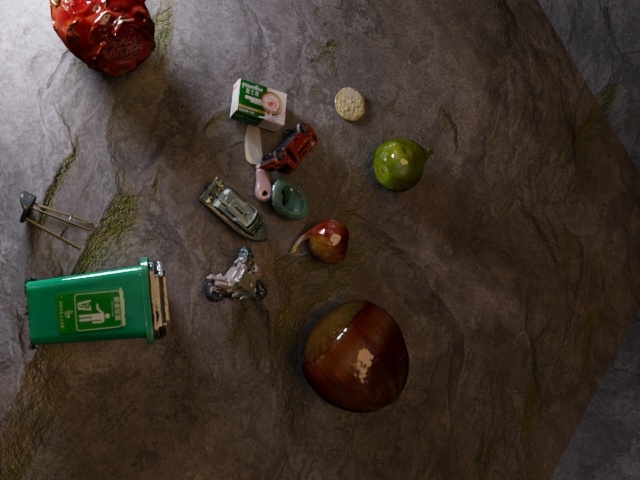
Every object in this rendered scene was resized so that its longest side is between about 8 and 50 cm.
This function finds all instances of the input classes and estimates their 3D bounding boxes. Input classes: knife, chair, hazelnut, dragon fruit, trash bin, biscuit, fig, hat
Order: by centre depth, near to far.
[{"bbox_3d":[-0.661,0.188,1.529,0.381,0.295,0.259,-3,89,-18],"label":"trash bin"},{"bbox_3d":[-0.824,-0.060,1.546,0.222,0.104,0.095,31,90,-25],"label":"chair"},{"bbox_3d":[-0.670,-0.676,1.558,0.296,0.296,0.301,-40,102,-24],"label":"dragon fruit"},{"bbox_3d":[0.141,0.433,1.865,0.421,0.352,0.420,15,38,-12],"label":"hazelnut"},{"bbox_3d":[-0.244,-0.309,1.906,0.081,0.043,0.335,-9,85,-24],"label":"knife"},{"bbox_3d":[-0.131,-0.152,1.922,0.191,0.078,0.138,37,57,-34],"label":"hat"},{"bbox_3d":[0.005,-0.006,1.951,0.207,0.175,0.175,16,79,-6],"label":"fig"},{"bbox_3d":[0.126,-0.574,2.120,0.152,0.020,0.152,2,86,-27],"label":"biscuit"},{"bbox_3d":[0.367,-0.310,2.120,0.314,0.233,0.233,7,84,-32],"label":"fig"}]

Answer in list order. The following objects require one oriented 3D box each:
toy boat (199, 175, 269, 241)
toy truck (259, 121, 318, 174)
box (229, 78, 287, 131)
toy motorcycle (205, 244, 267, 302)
[{"bbox_3d":[-0.295,-0.096,1.807,0.296,0.122,0.114,41,69,-20],"label":"toy boat"},{"bbox_3d":[-0.117,-0.338,1.908,0.114,0.107,0.252,50,55,-23],"label":"toy truck"},{"bbox_3d":[-0.231,-0.504,1.886,0.199,0.081,0.135,11,74,-29],"label":"box"},{"bbox_3d":[-0.298,0.118,1.806,0.239,0.108,0.204,2,91,-53],"label":"toy motorcycle"}]
